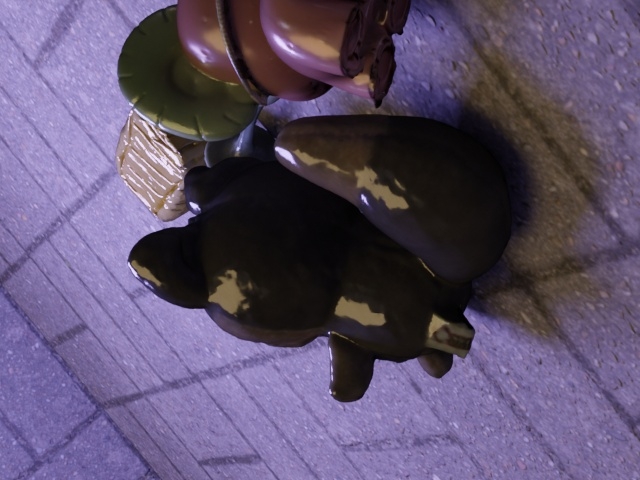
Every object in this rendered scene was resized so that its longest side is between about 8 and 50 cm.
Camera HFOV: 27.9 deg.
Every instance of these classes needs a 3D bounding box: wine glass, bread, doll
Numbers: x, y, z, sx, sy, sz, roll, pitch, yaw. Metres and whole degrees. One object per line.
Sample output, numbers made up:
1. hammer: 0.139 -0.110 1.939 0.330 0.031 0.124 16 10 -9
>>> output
1. wine glass: -0.148 -0.207 1.472 0.264 0.096 0.309 25 152 3
2. bread: -0.196 -0.122 1.733 0.140 0.106 0.236 48 155 5
3. doll: -0.058 -0.228 1.209 0.268 0.284 0.216 14 177 17
4. doll: 0.007 -0.026 1.408 0.382 0.252 0.378 18 127 -2
